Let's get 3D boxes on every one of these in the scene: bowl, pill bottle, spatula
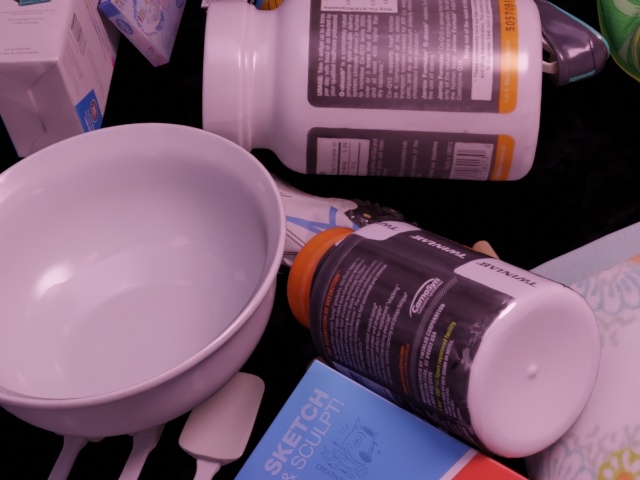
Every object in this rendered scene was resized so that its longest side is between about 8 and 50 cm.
[{"bbox_3d":[-0.159,0.053,1.523,0.298,0.134,0.298,-8,47,9],"label":"bowl"},{"bbox_3d":[0.043,-0.134,1.600,0.278,0.162,0.162,2,53,0],"label":"pill bottle"},{"bbox_3d":[-0.154,0.196,1.499,0.168,0.019,0.242,10,55,17],"label":"spatula"},{"bbox_3d":[0.079,0.061,1.398,0.130,0.130,0.246,-41,37,-20],"label":"pill bottle"}]

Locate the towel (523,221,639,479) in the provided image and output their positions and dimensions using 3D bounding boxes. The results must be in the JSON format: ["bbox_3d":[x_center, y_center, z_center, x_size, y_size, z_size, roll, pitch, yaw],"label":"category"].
[{"bbox_3d":[0.316,0.114,1.335,0.374,0.090,0.320,-25,55,22],"label":"towel"}]

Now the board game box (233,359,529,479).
[{"bbox_3d":[0.009,0.274,1.326,0.242,0.064,0.316,27,77,30],"label":"board game box"}]

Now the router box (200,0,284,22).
[{"bbox_3d":[-0.064,-0.234,1.740,0.046,0.133,0.179,0,53,11],"label":"router box"}]

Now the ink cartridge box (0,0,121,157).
[{"bbox_3d":[-0.242,-0.206,1.753,0.078,0.134,0.231,-2,52,10],"label":"ink cartridge box"}]

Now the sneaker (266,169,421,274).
[{"bbox_3d":[0.000,0.000,1.583,0.237,0.085,0.086,20,102,33],"label":"sneaker"}]

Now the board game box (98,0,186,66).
[{"bbox_3d":[-0.167,-0.226,1.783,0.020,0.090,0.090,-16,46,32],"label":"board game box"}]

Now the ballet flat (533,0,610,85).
[{"bbox_3d":[0.172,-0.204,1.715,0.074,0.074,0.203,-36,57,-17],"label":"ballet flat"}]

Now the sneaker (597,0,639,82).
[{"bbox_3d":[0.318,-0.159,1.616,0.109,0.123,0.295,-16,51,-2],"label":"sneaker"}]

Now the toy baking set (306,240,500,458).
[{"bbox_3d":[0.103,0.107,1.515,0.197,0.030,0.256,-31,50,-8],"label":"toy baking set"}]
